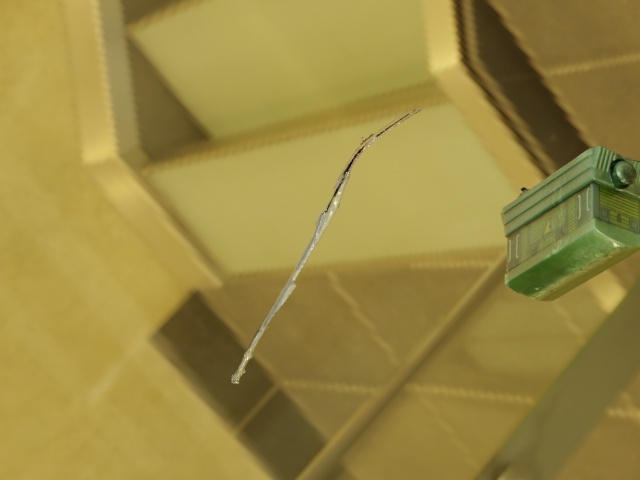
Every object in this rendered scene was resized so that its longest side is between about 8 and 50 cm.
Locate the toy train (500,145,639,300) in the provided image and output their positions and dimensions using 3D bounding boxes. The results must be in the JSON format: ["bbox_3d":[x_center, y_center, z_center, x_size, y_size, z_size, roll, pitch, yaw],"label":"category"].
[{"bbox_3d":[0.129,-0.007,0.861,0.038,0.056,0.093,18,149,-25],"label":"toy train"}]

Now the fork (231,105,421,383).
[{"bbox_3d":[-0.001,-0.001,0.584,0.012,0.115,0.016,33,179,3],"label":"fork"}]
